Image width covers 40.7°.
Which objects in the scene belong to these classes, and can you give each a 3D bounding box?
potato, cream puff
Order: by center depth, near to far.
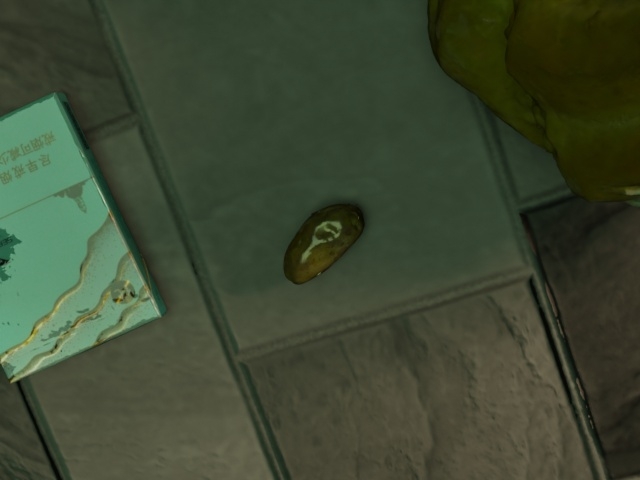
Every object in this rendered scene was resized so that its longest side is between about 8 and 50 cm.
[{"bbox_3d":[0.248,-0.189,0.556,0.378,0.275,0.379,3,103,14],"label":"cream puff"},{"bbox_3d":[0.000,0.000,0.766,0.092,0.045,0.046,-43,93,14],"label":"potato"}]

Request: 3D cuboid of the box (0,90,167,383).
[{"bbox_3d":[-0.265,-0.001,0.807,0.162,0.041,0.229,-24,97,3],"label":"box"}]
